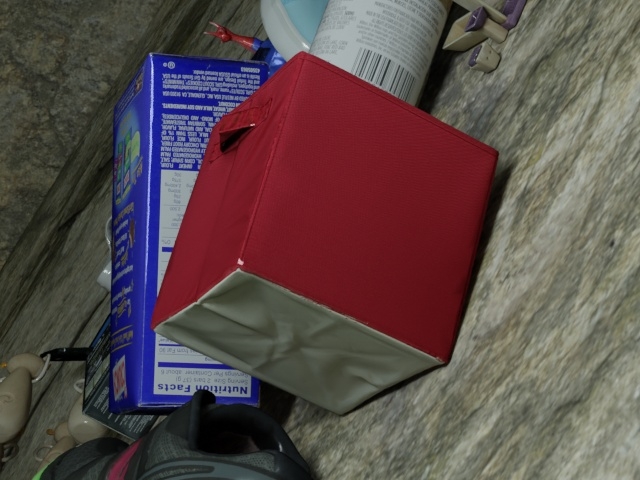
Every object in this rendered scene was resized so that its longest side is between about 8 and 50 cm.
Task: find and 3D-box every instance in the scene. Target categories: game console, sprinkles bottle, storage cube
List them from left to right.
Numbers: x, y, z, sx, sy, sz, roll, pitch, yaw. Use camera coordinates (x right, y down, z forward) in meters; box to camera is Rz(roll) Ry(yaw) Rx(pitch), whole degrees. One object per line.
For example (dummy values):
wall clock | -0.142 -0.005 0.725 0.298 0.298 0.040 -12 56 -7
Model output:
game console | -0.316 0.125 2.480 0.122 0.107 0.071 159 110 -67
storage cube | 0.000 0.000 1.458 0.183 0.215 0.193 -34 36 57
sprinkles bottle | 0.053 -0.189 1.746 0.121 0.121 0.355 -25 42 64

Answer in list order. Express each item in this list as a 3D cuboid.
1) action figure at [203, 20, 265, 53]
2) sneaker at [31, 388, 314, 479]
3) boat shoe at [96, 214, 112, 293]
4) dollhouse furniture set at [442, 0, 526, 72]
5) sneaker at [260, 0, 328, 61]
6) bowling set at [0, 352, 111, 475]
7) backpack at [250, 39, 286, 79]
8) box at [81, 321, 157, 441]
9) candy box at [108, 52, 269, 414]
action figure | -0.044 -0.316 2.315 0.091 0.139 0.280 -40 27 53
sneaker | -0.107 0.230 1.517 0.202 0.185 0.483 -44 15 -13
boat shoe | -0.247 -0.010 2.467 0.096 0.088 0.267 -49 19 36
dollhouse furniture set | 0.117 -0.197 1.678 0.114 0.081 0.091 -25 38 64
sneaker | 0.031 -0.328 2.090 0.150 0.135 0.366 -51 18 39
bowling set | -0.364 0.242 2.233 0.154 0.287 0.200 -73 -14 -58
backpack | -0.048 -0.158 2.097 0.120 0.098 0.101 -60 19 -3
box | -0.192 0.113 2.090 0.180 0.077 0.147 -56 16 15
candy box | -0.130 0.007 1.732 0.268 0.122 0.317 156 117 -76
